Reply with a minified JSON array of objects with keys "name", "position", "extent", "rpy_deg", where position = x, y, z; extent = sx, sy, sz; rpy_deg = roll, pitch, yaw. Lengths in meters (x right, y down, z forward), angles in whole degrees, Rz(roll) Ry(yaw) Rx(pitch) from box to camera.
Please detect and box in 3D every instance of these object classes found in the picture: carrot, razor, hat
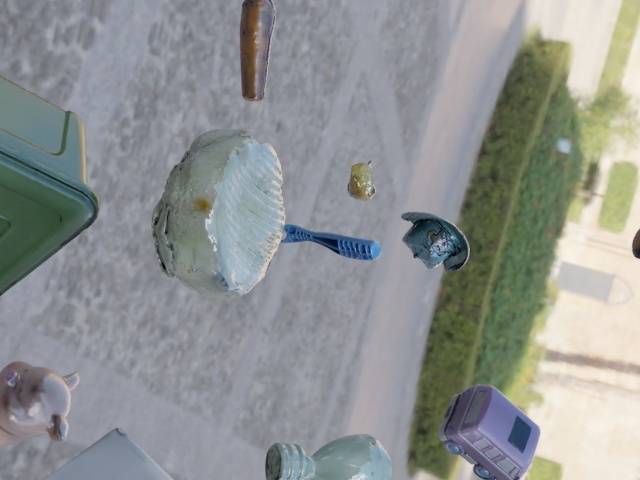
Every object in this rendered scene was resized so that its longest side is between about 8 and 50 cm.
[{"name":"carrot","position":[-0.099,-0.294,1.533],"extent":[0.055,0.055,0.161],"rpy_deg":[12,83,-77]},{"name":"razor","position":[0.000,0.000,1.695],"extent":[0.042,0.253,0.082],"rpy_deg":[-32,119,-38]},{"name":"hat","position":[0.197,0.008,1.843],"extent":[0.078,0.138,0.191],"rpy_deg":[-41,-173,-11]}]

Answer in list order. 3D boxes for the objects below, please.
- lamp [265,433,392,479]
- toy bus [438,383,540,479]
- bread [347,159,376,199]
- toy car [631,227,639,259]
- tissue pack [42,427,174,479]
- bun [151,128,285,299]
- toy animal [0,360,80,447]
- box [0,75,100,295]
[{"name":"lamp","position":[0.015,0.326,1.438],"extent":[0.106,0.193,0.106],"rpy_deg":[-36,-132,54]},{"name":"toy bus","position":[0.372,0.422,2.159],"extent":[0.142,0.202,0.142],"rpy_deg":[-30,-156,49]},{"name":"bread","position":[0.077,-0.110,1.909],"extent":[0.106,0.053,0.072],"rpy_deg":[164,-86,-88]},{"name":"toy car","position":[0.590,0.023,1.490],"extent":[0.248,0.200,0.142],"rpy_deg":[-90,-155,-60]},{"name":"tissue pack","position":[-0.270,0.382,1.280],"extent":[0.159,0.136,0.246],"rpy_deg":[-36,152,-32]},{"name":"bun","position":[-0.146,-0.033,1.401],"extent":[0.239,0.141,0.239],"rpy_deg":[-22,115,-60]},{"name":"toy animal","position":[-0.579,0.309,1.850],"extent":[0.154,0.250,0.166],"rpy_deg":[71,12,-55]},{"name":"box","position":[-0.467,-0.070,1.299],"extent":[0.252,0.328,0.178],"rpy_deg":[28,40,-39]}]
